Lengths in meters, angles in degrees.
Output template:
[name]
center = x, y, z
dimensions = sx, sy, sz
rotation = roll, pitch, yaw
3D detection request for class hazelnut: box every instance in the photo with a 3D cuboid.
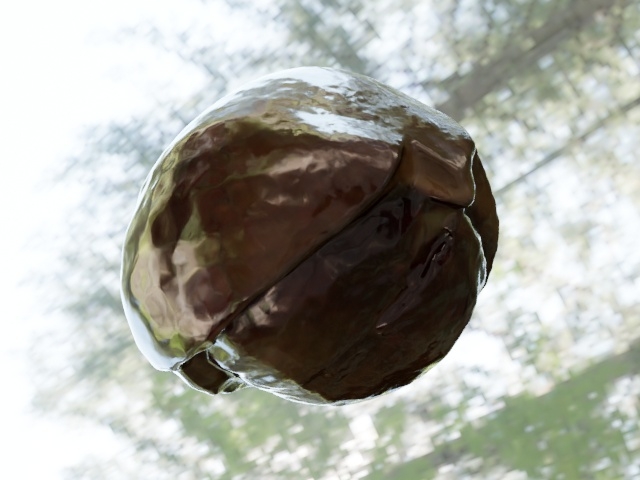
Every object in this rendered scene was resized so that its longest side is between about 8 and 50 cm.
[hazelnut]
center = -0.004, 0.006, 0.900
dimensions = 0.160, 0.170, 0.202
rotation = 28, -154, 14
